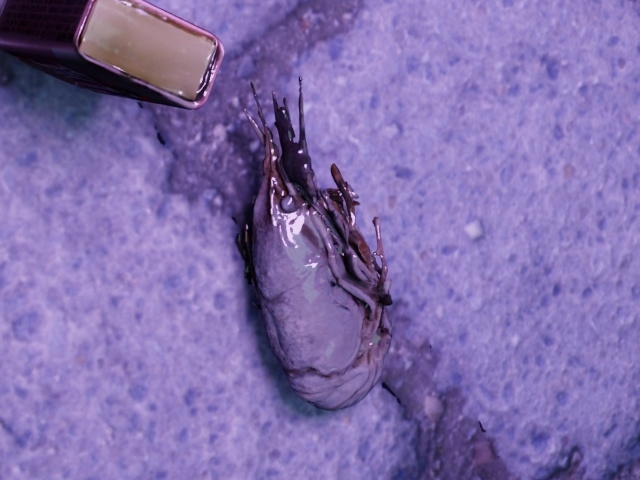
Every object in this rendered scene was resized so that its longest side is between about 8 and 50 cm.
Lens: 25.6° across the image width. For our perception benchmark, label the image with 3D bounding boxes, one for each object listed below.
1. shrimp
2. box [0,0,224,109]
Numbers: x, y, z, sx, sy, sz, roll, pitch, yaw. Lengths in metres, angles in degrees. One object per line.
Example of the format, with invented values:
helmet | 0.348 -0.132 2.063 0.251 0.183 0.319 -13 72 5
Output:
shrimp | -0.001 0.003 1.311 0.145 0.116 0.343 -24 116 -23
box | -0.175 -0.157 1.127 0.120 0.224 0.069 23 88 -28
